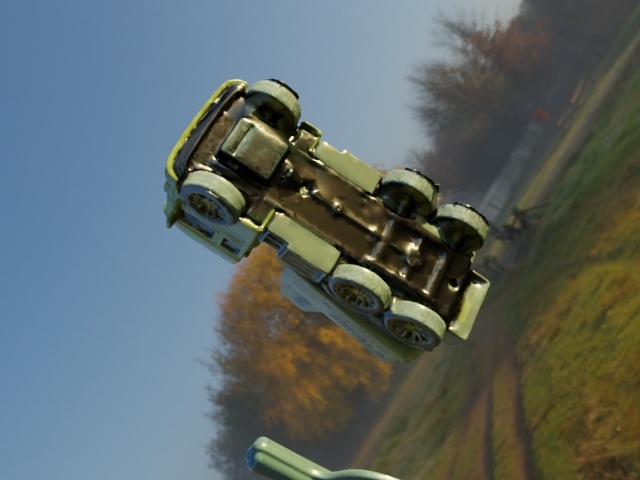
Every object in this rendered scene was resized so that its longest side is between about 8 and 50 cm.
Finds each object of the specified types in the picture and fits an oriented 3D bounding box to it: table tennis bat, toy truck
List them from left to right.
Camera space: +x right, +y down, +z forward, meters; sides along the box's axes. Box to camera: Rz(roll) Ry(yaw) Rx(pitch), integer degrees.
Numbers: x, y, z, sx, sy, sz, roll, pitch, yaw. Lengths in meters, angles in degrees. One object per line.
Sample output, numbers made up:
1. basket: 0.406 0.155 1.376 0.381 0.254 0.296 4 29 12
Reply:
1. toy truck: 0.000 0.000 0.371 0.077 0.169 0.100 -62 7 -27
2. table tennis bat: 0.027 0.289 0.795 0.153 0.244 0.040 -53 12 43
